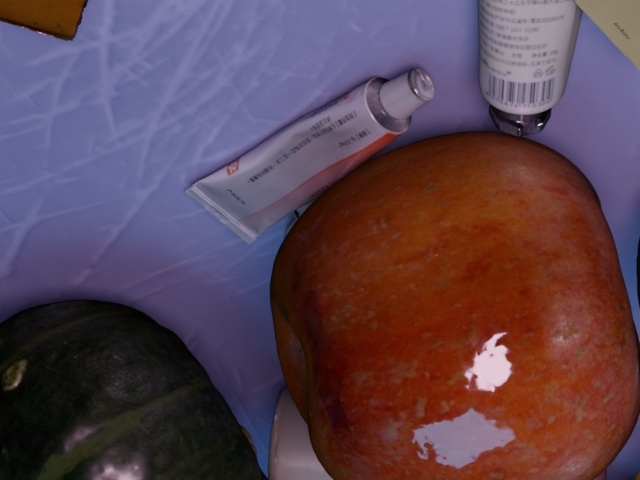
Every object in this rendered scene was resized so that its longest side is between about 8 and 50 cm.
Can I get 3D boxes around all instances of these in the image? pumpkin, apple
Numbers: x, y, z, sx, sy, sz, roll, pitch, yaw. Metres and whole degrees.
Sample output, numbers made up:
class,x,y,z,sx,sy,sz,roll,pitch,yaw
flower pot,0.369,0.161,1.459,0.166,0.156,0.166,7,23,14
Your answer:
class,x,y,z,sx,sy,sz,roll,pitch,yaw
pumpkin,-0.149,0.179,1.358,0.207,0.300,0.300,-33,148,-18
apple,0.078,0.058,1.137,0.254,0.253,0.253,5,145,4

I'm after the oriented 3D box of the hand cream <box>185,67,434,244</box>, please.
class,x,y,z,sx,sy,sz,roll,pitch,yaw
hand cream,-0.003,-0.054,1.187,0.216,0.038,0.052,-29,88,45

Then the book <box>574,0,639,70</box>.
class,x,y,z,sx,sy,sz,roll,pitch,yaw
book,0.200,-0.144,1.011,0.111,0.014,0.077,-34,132,20

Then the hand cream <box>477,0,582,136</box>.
class,x,y,z,sx,sy,sz,roll,pitch,yaw
hand cream,0.117,-0.150,1.027,0.080,0.050,0.234,5,140,5

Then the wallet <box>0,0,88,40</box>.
class,x,y,z,sx,sy,sz,roll,pitch,yaw
wallet,-0.188,-0.196,1.025,0.161,0.042,0.195,18,146,-7

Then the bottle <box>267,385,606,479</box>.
class,x,y,z,sx,sy,sz,roll,pitch,yaw
bottle,0.091,0.175,1.419,0.253,0.120,0.120,4,145,7

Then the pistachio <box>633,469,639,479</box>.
class,x,y,z,sx,sy,sz,roll,pitch,yaw
pistachio,0.320,0.196,1.428,0.189,0.100,0.110,1,167,-5

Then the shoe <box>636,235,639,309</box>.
class,x,y,z,sx,sy,sz,roll,pitch,yaw
shoe,0.342,-0.030,1.094,0.171,0.132,0.336,19,141,-31

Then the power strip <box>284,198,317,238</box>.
class,x,y,z,sx,sy,sz,roll,pitch,yaw
power strip,0.000,0.000,1.265,0.055,0.035,0.083,0,146,11
